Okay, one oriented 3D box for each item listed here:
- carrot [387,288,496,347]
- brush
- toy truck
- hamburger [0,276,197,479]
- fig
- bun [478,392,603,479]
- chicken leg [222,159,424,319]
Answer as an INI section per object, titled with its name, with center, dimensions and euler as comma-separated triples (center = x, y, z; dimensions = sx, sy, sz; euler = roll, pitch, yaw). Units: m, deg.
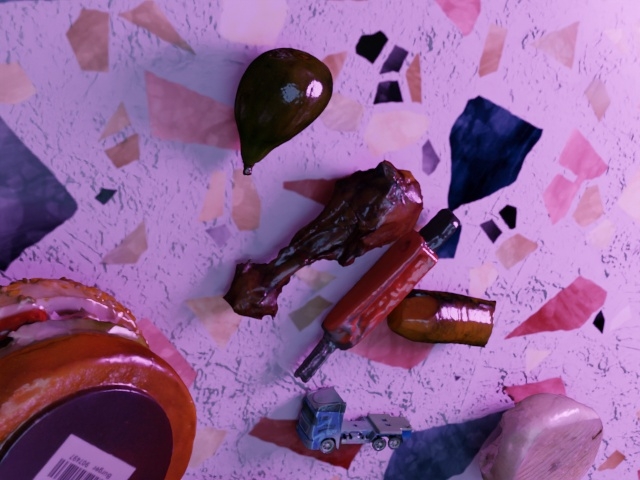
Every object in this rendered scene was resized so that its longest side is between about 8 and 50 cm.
[carrot]
center = 0.181, 0.113, 1.455
dimensions = 0.173, 0.082, 0.082
euler = 7, 109, -20
[brush]
center = 0.074, 0.077, 1.405
dimensions = 0.051, 0.070, 0.323
euler = 39, 95, -26
[toy truck]
center = 0.056, 0.264, 1.478
dimensions = 0.175, 0.067, 0.081
euler = 4, 109, -22
[hamburger]
center = -0.330, 0.215, 1.190
dimensions = 0.330, 0.250, 0.330
euler = -23, 128, -33
[fig]
center = -0.064, -0.159, 1.243
dimensions = 0.117, 0.117, 0.177
euler = 24, 124, -28
[bun]
center = 0.341, 0.324, 1.586
dimensions = 0.210, 0.116, 0.237
euler = -46, 134, -1
[chicken leg]
center = 0.000, 0.000, 1.343
dimensions = 0.304, 0.093, 0.113
euler = -33, 102, 4
